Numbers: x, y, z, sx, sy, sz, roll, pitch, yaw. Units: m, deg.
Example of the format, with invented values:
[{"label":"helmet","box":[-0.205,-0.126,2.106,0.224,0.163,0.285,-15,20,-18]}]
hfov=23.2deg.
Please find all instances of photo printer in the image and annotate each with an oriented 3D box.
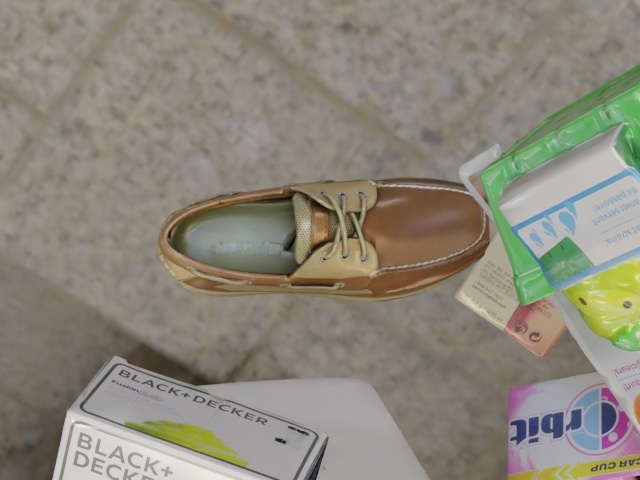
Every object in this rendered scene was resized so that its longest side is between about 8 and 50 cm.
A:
[{"label":"photo printer","box":[-0.027,0.237,1.364,0.307,0.256,0.107,-122,34,-60]}]

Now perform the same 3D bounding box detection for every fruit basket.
[{"label":"fruit basket","box":[0.288,0.039,1.149,0.165,0.353,0.327,-30,1,-38]}]

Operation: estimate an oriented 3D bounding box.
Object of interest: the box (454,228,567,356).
[{"label":"box","box":[0.278,-0.006,1.773,0.232,0.127,0.148,-59,-11,22]}]

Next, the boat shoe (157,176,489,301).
[{"label":"boat shoe","box":[0.000,0.000,1.490,0.120,0.324,0.122,50,-147,-81]}]

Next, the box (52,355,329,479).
[{"label":"box","box":[-0.115,0.245,1.094,0.087,0.169,0.290,-54,-17,-66]}]

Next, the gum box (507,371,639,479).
[{"label":"gum box","box":[0.255,0.177,1.391,0.188,0.062,0.107,-14,53,30]}]
